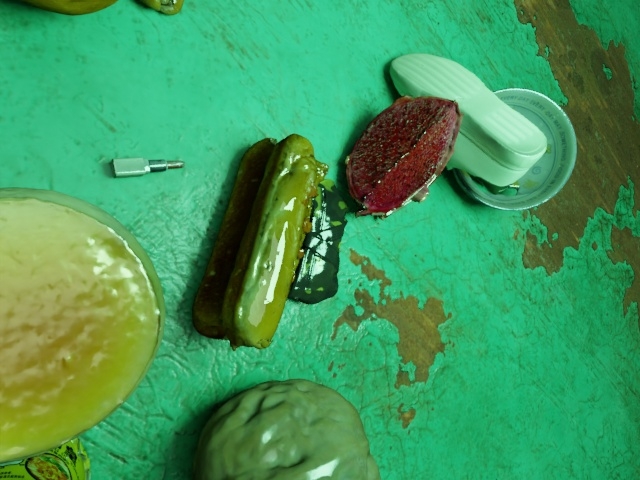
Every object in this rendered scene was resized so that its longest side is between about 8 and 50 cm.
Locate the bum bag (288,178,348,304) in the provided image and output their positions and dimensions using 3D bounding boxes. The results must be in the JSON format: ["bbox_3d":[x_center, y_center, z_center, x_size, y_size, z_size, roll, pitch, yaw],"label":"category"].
[{"bbox_3d":[0.000,0.000,0.737,0.106,0.060,0.233,18,79,-37],"label":"bum bag"}]

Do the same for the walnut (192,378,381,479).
[{"bbox_3d":[-0.051,0.337,0.586,0.273,0.227,0.274,1,89,-25],"label":"walnut"}]

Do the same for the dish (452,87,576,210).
[{"bbox_3d":[0.431,-0.201,0.963,0.273,0.134,0.274,0,89,3],"label":"dish"}]

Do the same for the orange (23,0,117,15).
[{"bbox_3d":[-0.333,-0.397,0.476,0.239,0.240,0.240,3,85,-30],"label":"orange"}]

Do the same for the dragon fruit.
[{"bbox_3d":[0.154,-0.155,0.808,0.274,0.126,0.161,-48,142,7],"label":"dragon fruit"}]

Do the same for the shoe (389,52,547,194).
[{"bbox_3d":[0.280,-0.242,0.857,0.131,0.160,0.363,-34,66,-22],"label":"shoe"}]

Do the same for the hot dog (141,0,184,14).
[{"bbox_3d":[-0.257,-0.422,0.621,0.089,0.060,0.141,-13,89,-35],"label":"hot dog"}]

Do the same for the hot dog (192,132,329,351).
[{"bbox_3d":[-0.086,-0.002,0.639,0.117,0.158,0.349,30,67,-44],"label":"hot dog"}]

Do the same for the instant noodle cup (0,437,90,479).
[{"bbox_3d":[-0.359,0.314,0.455,0.182,0.144,0.183,3,84,-30],"label":"instant noodle cup"}]

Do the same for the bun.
[{"bbox_3d":[-0.345,0.091,0.469,0.298,0.164,0.299,0,90,-35],"label":"bun"}]

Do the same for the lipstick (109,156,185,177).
[{"bbox_3d":[-0.257,-0.112,0.617,0.107,0.025,0.025,-12,93,-37],"label":"lipstick"}]
